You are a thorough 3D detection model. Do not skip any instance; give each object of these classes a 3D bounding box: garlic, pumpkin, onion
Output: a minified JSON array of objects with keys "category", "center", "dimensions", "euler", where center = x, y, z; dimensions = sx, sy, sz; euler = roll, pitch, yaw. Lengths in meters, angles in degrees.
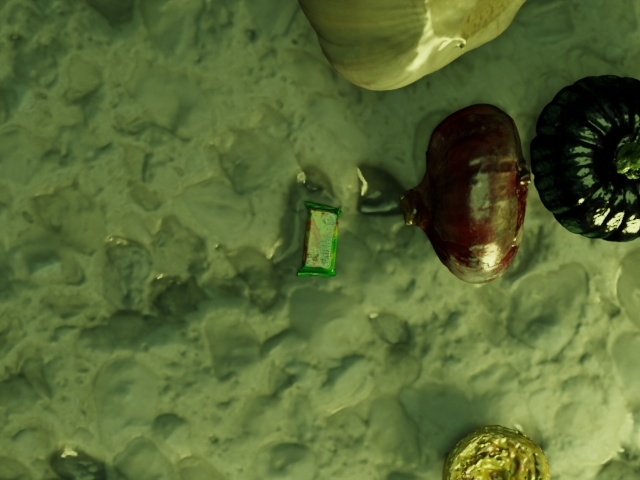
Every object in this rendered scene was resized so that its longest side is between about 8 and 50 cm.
[{"category":"garlic","center":[0.097,-0.323,1.461],"dimensions":[0.318,0.259,0.317],"euler":[-12,132,-13]},{"category":"pumpkin","center":[0.331,-0.093,1.553],"dimensions":[0.194,0.150,0.194],"euler":[4,84,-37]},{"category":"onion","center":[0.171,-0.050,1.563],"dimensions":[0.151,0.098,0.205],"euler":[-9,95,-5]}]

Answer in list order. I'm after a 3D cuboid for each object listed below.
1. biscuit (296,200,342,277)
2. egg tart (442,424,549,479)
[{"category":"biscuit","center":[0.000,0.000,1.595],"dimensions":[0.046,0.016,0.089],"euler":[6,94,-4]},{"category":"egg tart","center":[0.205,0.278,1.614],"dimensions":[0.129,0.049,0.128],"euler":[0,88,-6]}]
